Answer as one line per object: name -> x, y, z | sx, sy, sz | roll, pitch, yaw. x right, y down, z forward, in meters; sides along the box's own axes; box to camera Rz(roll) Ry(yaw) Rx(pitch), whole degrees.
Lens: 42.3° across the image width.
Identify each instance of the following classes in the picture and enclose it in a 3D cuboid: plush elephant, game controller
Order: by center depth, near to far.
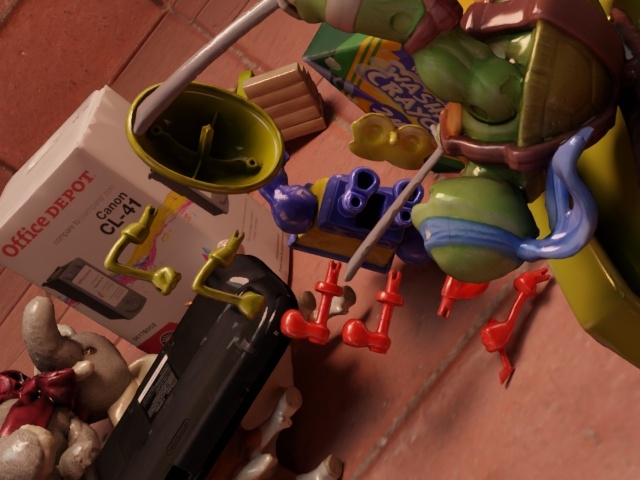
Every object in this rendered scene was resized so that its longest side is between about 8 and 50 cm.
game controller -> -0.133, 0.162, 0.784 | 0.319, 0.067, 0.166 | -57, 23, 3
plush elephant -> -0.325, 0.194, 0.982 | 0.271, 0.330, 0.256 | 3, 56, 23

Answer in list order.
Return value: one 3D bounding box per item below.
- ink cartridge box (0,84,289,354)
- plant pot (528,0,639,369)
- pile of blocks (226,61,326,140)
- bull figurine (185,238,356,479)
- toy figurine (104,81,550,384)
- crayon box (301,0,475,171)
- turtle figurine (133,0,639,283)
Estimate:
ink cartridge box -> -0.219, -0.002, 1.020 | 0.226, 0.306, 0.131 | -37, 32, 29
plant pot -> 0.241, -0.032, 0.456 | 0.207, 0.227, 0.228 | -46, 29, 26
pile of blocks -> -0.143, -0.158, 1.247 | 0.362, 0.149, 0.113 | -38, 32, 28
bull figurine -> -0.063, 0.129, 0.844 | 0.188, 0.101, 0.311 | -26, 50, 39
toy figurine -> 0.000, 0.000, 0.753 | 0.217, 0.362, 0.191 | 139, 143, -79
crayon box -> 0.151, -0.150, 0.734 | 0.323, 0.203, 0.083 | 5, 63, 58
turtle figurine -> 0.056, -0.121, 0.427 | 0.274, 0.197, 0.266 | 3, 67, 63
